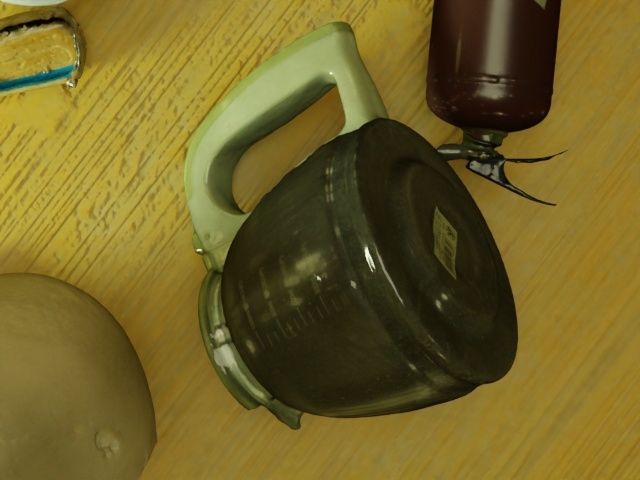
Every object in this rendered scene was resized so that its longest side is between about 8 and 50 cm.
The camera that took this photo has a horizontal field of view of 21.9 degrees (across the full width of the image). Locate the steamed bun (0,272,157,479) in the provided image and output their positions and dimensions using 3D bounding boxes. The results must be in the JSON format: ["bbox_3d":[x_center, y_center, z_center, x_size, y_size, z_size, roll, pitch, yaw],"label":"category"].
[{"bbox_3d":[-0.296,0.152,1.337,0.324,0.324,0.206,-33,102,-2],"label":"steamed bun"}]

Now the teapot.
[{"bbox_3d":[-0.005,0.012,1.396,0.239,0.239,0.321,-26,100,25],"label":"teapot"}]

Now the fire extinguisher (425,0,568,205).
[{"bbox_3d":[0.165,-0.205,1.461,0.135,0.114,0.337,7,90,13],"label":"fire extinguisher"}]

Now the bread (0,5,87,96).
[{"bbox_3d":[-0.263,-0.169,1.477,0.106,0.053,0.072,-12,114,0],"label":"bread"}]

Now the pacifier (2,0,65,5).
[{"bbox_3d":[-0.216,-0.339,1.405,0.279,0.207,0.227,-29,74,-3],"label":"pacifier"}]
